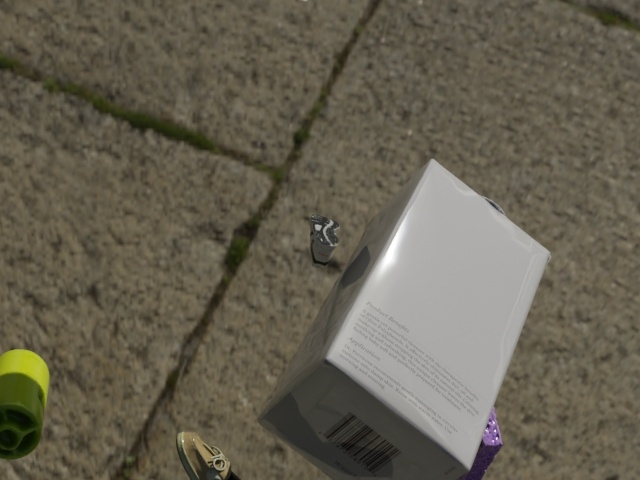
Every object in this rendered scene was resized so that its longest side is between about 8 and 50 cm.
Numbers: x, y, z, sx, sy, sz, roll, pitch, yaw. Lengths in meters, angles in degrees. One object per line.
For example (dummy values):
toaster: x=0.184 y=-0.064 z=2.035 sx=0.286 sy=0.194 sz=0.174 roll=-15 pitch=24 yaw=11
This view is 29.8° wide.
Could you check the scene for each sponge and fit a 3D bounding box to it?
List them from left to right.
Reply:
sponge: x=0.196 y=0.267 z=1.622 sx=0.031 sy=0.210 sz=0.117 roll=-1 pitch=55 yaw=-11

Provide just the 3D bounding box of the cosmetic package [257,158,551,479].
cosmetic package: x=0.106 y=0.101 z=1.351 sx=0.197 sy=0.155 sz=0.365 roll=39 pitch=42 yaw=-5

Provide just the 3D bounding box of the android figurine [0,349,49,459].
android figurine: x=-0.304 y=0.131 z=0.808 sx=0.248 sy=0.056 sz=0.273 roll=-12 pitch=20 yaw=-2

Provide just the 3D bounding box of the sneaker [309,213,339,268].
sneaker: x=0.000 y=0.000 z=1.526 sx=0.040 sy=0.044 sz=0.109 roll=17 pitch=21 yaw=-4

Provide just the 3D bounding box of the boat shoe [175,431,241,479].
boat shoe: x=-0.094 y=0.253 z=1.245 sx=0.048 sy=0.056 sz=0.153 roll=-33 pitch=101 yaw=6
